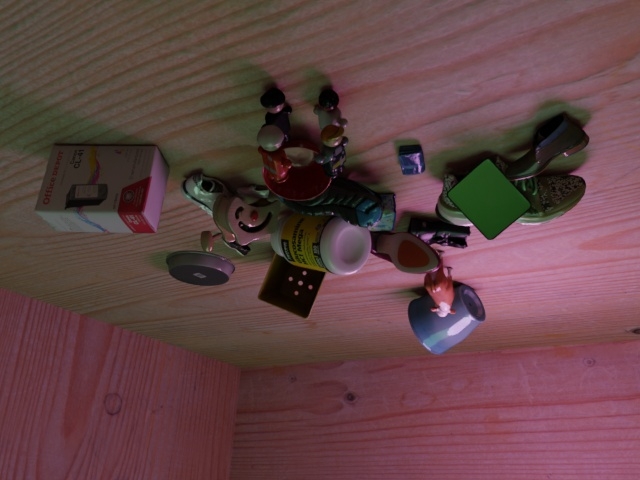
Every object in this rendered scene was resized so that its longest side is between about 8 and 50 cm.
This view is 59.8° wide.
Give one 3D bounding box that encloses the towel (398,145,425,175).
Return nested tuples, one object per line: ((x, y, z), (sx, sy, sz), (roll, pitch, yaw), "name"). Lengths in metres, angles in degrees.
((0.253, -0.218, 1.534), (0.067, 0.029, 0.119), (-4, 154, 14), "towel")

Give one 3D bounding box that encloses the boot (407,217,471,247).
((0.402, 0.009, 1.934), (0.207, 0.094, 0.246), (6, 150, 3), "boot")

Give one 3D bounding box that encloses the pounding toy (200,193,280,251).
((-0.268, -0.077, 1.719), (0.155, 0.154, 0.270), (12, -154, 41), "pounding toy")

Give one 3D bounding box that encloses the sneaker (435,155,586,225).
((0.523, -0.149, 1.542), (0.411, 0.158, 0.182), (-7, 137, 10), "sneaker")

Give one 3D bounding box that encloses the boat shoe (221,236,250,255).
((-0.319, 0.013, 2.102), (0.042, 0.049, 0.133), (-38, 133, 16), "boat shoe")

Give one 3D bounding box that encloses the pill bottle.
((-0.013, 0.001, 1.779), (0.188, 0.187, 0.334), (23, 170, -37), "pill bottle")

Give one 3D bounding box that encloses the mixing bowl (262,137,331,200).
((-0.061, -0.205, 1.490), (0.182, 0.098, 0.181), (1, 135, 1), "mixing bowl")

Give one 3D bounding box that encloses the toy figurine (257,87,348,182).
((-0.040, -0.252, 1.286), (0.210, 0.213, 0.148), (-3, 139, 5), "toy figurine")

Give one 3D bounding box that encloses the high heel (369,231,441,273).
((0.289, 0.034, 1.852), (0.181, 0.127, 0.377), (13, -171, -40), "high heel")

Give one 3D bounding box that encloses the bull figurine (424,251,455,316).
((0.471, 0.177, 2.185), (0.101, 0.188, 0.310), (-4, 155, 18), "bull figurine")

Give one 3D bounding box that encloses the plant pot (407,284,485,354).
((0.569, 0.327, 2.448), (0.272, 0.271, 0.255), (23, 135, -37), "plant pot")

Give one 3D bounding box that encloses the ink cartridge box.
((-0.606, -0.145, 1.565), (0.307, 0.226, 0.131), (1, 155, 3), "ink cartridge box")

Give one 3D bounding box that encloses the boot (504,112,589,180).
((0.547, -0.237, 1.403), (0.219, 0.082, 0.106), (-31, 130, 30), "boot")

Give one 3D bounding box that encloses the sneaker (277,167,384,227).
((0.021, -0.133, 1.627), (0.341, 0.139, 0.125), (21, 114, 5), "sneaker")

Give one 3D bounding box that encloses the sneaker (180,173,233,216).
((-0.318, -0.133, 1.734), (0.095, 0.090, 0.235), (-26, 145, 31), "sneaker")

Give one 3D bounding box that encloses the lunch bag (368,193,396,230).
((0.173, -0.079, 1.771), (0.129, 0.096, 0.151), (1, 146, 3), "lunch bag")

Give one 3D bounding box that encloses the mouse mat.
((0.458, -0.110, 1.512), (0.153, 0.007, 0.189), (-43, 97, 16), "mouse mat")

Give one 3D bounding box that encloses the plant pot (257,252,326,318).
((-0.093, 0.168, 2.184), (0.212, 0.212, 0.187), (22, 179, 9), "plant pot")

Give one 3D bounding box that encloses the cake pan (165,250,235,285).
((-0.510, 0.125, 2.357), (0.293, 0.054, 0.293), (2, 155, 1), "cake pan")

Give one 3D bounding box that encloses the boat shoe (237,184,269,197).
((-0.208, -0.158, 1.726), (0.100, 0.035, 0.035), (10, 128, -5), "boat shoe")
